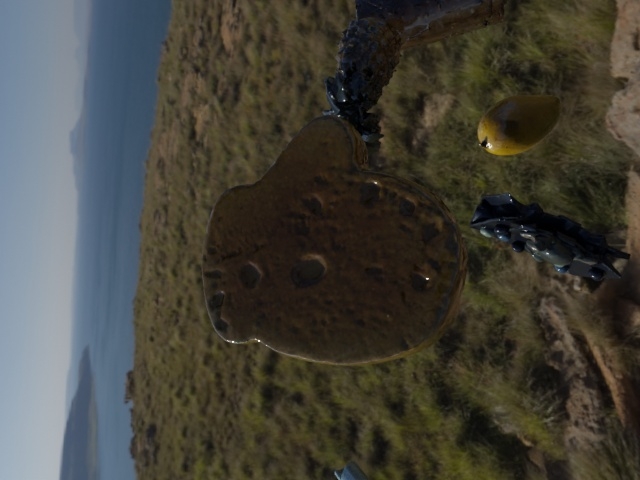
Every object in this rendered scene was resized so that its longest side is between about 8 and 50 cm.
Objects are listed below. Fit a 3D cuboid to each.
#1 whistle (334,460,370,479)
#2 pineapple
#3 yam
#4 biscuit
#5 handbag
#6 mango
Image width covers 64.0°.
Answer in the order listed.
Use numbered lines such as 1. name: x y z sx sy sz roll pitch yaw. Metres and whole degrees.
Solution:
1. whistle: 0.100 0.550 1.091 0.312 0.062 0.062 174 99 -75
2. pineapple: 0.063 -0.240 0.831 0.118 0.111 0.238 10 75 24
3. yam: 0.191 -0.420 0.935 0.131 0.279 0.131 -9 -90 -75
4. biscuit: 0.001 0.000 0.609 0.343 0.057 0.288 -2 86 29
5. handbag: 0.543 -0.002 1.242 0.269 0.325 0.119 -139 74 -89
6. mango: 0.360 -0.212 0.922 0.066 0.187 0.101 170 78 -78
